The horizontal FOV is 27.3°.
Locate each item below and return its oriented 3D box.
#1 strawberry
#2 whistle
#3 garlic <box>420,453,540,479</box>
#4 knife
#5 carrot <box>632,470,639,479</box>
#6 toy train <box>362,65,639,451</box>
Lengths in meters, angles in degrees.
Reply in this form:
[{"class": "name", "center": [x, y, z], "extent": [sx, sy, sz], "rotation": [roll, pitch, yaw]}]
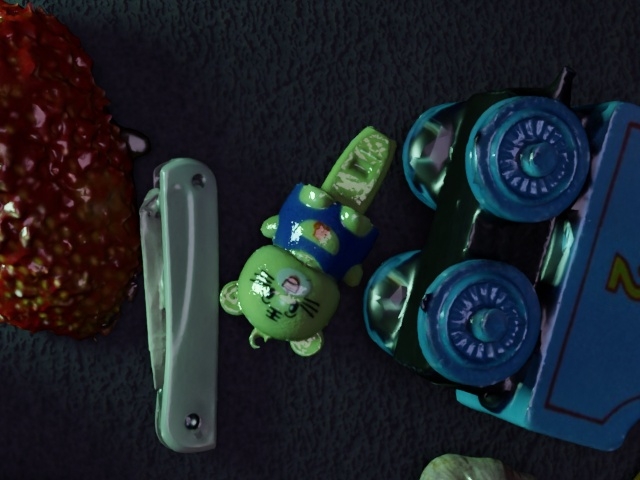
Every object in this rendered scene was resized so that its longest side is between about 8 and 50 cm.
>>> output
[{"class": "strawberry", "center": [-0.259, -0.060, 1.147], "extent": [0.233, 0.138, 0.306], "rotation": [-43, 90, -6]}, {"class": "whistle", "center": [0.000, 0.000, 1.190], "extent": [0.105, 0.085, 0.227], "rotation": [32, 85, 3]}, {"class": "garlic", "center": [0.147, 0.267, 1.185], "extent": [0.147, 0.102, 0.159], "rotation": [-40, 91, -4]}, {"class": "knife", "center": [-0.126, 0.058, 1.190], "extent": [0.073, 0.040, 0.266], "rotation": [-3, 91, -34]}, {"class": "carrot", "center": [0.289, 0.262, 1.224], "extent": [0.055, 0.055, 0.161], "rotation": [37, 84, -3]}, {"class": "toy train", "center": [0.197, 0.011, 1.152], "extent": [0.265, 0.188, 0.300], "rotation": [18, 87, -19]}]
